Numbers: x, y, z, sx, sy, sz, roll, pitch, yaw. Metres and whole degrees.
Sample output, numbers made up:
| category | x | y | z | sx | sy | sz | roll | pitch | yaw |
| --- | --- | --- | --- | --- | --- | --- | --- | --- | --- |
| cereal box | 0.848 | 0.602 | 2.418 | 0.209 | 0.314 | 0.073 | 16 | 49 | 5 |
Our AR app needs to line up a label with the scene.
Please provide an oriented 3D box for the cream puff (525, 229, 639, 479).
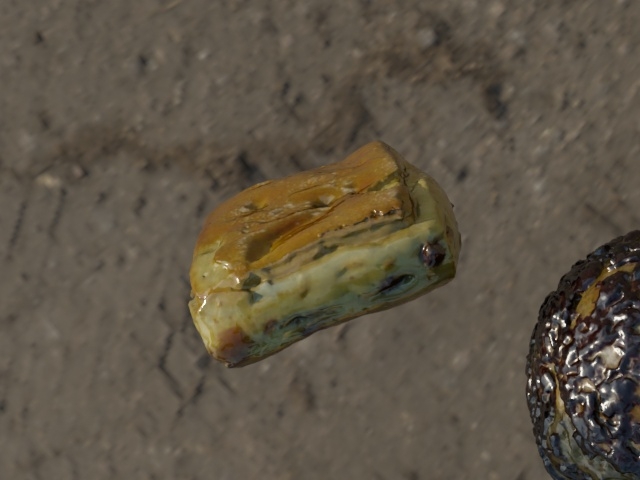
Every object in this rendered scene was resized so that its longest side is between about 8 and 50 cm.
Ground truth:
| category | x | y | z | sx | sy | sz | roll | pitch | yaw |
| --- | --- | --- | --- | --- | --- | --- | --- | --- | --- |
| cream puff | 0.242 | 0.104 | 1.394 | 0.165 | 0.239 | 0.239 | 2 | 119 | -10 |

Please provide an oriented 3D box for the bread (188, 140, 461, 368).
| category | x | y | z | sx | sy | sz | roll | pitch | yaw |
| --- | --- | --- | --- | --- | --- | --- | --- | --- | --- |
| bread | 0.000 | 0.000 | 1.451 | 0.210 | 0.235 | 0.099 | -21 | 103 | 6 |
